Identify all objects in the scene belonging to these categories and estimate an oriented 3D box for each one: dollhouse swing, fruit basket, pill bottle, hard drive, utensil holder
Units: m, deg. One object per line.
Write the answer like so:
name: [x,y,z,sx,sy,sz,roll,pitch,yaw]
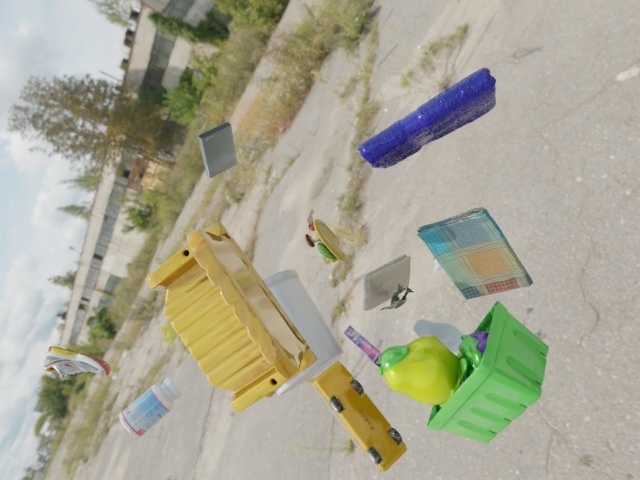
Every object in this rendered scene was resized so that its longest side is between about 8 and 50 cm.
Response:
dollhouse swing: [-0.210,0.173,0.884,0.315,0.347,0.305,-36,-3,13]
fruit basket: [0.353,0.341,1.204,0.392,0.392,0.283,-44,4,47]
pill bottle: [-0.469,0.462,1.256,0.160,0.087,0.087,-40,13,-17]
hard drive: [-0.276,-0.244,1.215,0.094,0.022,0.135,-34,-32,-26]
utensil holder: [-0.137,0.364,1.783,0.386,0.327,0.328,57,132,17]

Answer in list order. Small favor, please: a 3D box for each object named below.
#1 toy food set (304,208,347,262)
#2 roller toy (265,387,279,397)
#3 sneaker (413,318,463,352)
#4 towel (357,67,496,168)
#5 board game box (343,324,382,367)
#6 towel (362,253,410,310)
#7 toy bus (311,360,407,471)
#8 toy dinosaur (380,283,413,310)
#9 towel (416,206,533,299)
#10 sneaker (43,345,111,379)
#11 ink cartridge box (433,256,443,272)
toy food set: [0.000,0.000,1.538,0.071,0.218,0.128,-34,23,20]
roller toy: [-0.151,0.296,1.191,0.191,0.146,0.210,67,-150,-59]
sneaker: [0.481,0.381,1.692,0.094,0.151,0.255,-53,25,-11]
towel: [0.248,-0.258,1.011,0.308,0.076,0.227,-30,0,24]
board game box: [0.215,0.428,1.627,0.056,0.208,0.347,-45,12,-6]
towel: [0.297,0.185,2.017,0.049,0.282,0.187,30,132,45]
toy bus: [0.115,0.546,1.405,0.108,0.333,0.130,-33,-17,-22]
toy dinosaur: [0.327,0.244,1.891,0.118,0.064,0.268,-56,-20,10]
towel: [0.552,0.060,1.611,0.271,0.370,0.040,-22,26,41]
sneaker: [-0.801,0.418,1.484,0.088,0.225,0.093,79,-157,-68]
ink cartridge box: [0.653,0.030,2.318,0.206,0.045,0.208,121,166,-49]
